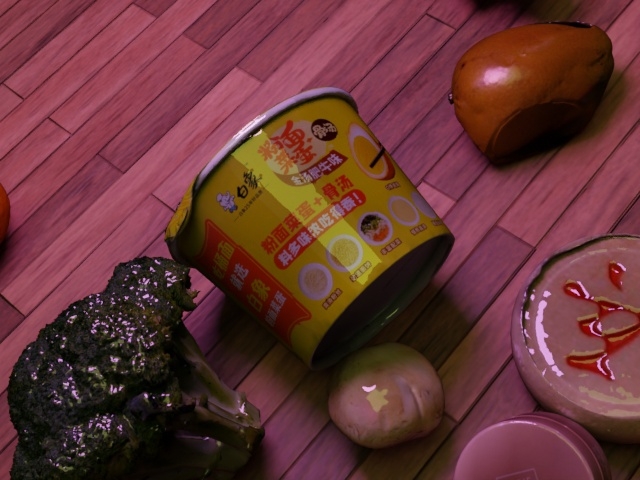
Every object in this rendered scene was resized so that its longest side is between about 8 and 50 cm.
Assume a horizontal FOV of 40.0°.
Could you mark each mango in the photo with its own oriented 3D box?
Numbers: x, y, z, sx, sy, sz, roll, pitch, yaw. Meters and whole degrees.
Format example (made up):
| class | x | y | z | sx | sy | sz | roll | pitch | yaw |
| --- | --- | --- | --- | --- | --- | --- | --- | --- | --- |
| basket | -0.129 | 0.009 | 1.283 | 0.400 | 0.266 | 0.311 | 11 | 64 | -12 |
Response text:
| class | x | y | z | sx | sy | sz | roll | pitch | yaw |
| --- | --- | --- | --- | --- | --- | --- | --- | --- | --- |
| mango | 0.289 | -0.227 | 1.209 | 0.236 | 0.136 | 0.166 | -18 | 56 | -6 |

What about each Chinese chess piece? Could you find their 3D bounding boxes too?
| class | x | y | z | sx | sy | sz | roll | pitch | yaw |
| --- | --- | --- | --- | --- | --- | --- | --- | --- | --- |
| Chinese chess piece | 0.349 | 0.113 | 1.025 | 0.249 | 0.103 | 0.250 | -6 | 60 | 10 |

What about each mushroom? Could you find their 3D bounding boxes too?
| class | x | y | z | sx | sy | sz | roll | pitch | yaw |
| --- | --- | --- | --- | --- | --- | --- | --- | --- | --- |
| mushroom | 0.074 | 0.182 | 1.028 | 0.148 | 0.112 | 0.148 | 3 | 38 | -2 |

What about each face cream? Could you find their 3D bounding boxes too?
| class | x | y | z | sx | sy | sz | roll | pitch | yaw |
| --- | --- | --- | --- | --- | --- | --- | --- | --- | --- |
| face cream | 0.226 | 0.260 | 0.930 | 0.149 | 0.104 | 0.149 | -3 | 84 | 26 |

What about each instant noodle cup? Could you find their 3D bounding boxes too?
| class | x | y | z | sx | sy | sz | roll | pitch | yaw |
| --- | --- | --- | --- | --- | --- | --- | --- | --- | --- |
| instant noodle cup | 0.000 | 0.000 | 1.057 | 0.311 | 0.311 | 0.221 | -40 | 71 | -12 |

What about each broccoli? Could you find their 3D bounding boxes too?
| class | x | y | z | sx | sy | sz | roll | pitch | yaw |
| --- | --- | --- | --- | --- | --- | --- | --- | --- | --- |
| broccoli | -0.211 | 0.184 | 1.012 | 0.283 | 0.321 | 0.304 | 24 | 44 | -16 |

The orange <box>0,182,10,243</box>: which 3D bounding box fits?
| class | x | y | z | sx | sy | sz | roll | pitch | yaw |
| --- | --- | --- | --- | --- | --- | --- | --- | --- | --- |
| orange | -0.535 | -0.030 | 1.239 | 0.193 | 0.161 | 0.193 | 2 | 60 | -3 |
